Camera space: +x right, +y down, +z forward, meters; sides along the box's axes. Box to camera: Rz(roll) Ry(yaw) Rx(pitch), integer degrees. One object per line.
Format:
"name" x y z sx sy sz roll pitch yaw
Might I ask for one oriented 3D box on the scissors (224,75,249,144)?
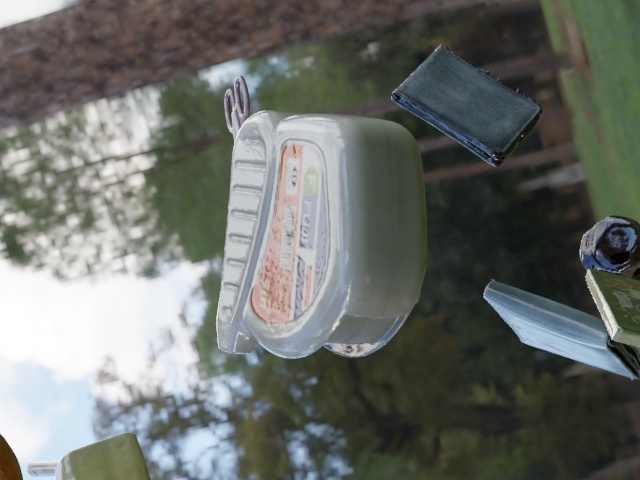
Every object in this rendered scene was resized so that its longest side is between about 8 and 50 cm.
"scissors" -0.092 -0.108 1.712 0.085 0.022 0.176 143 120 -64

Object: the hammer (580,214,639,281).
"hammer" 0.607 0.064 2.094 0.242 0.409 0.095 16 -89 -64

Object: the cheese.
"cheese" -0.249 0.409 1.774 0.242 0.124 0.265 111 142 -59

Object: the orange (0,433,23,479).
"orange" -0.473 0.313 1.731 0.224 0.170 0.224 23 -119 -49

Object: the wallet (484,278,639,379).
"wallet" 0.443 0.166 2.563 0.054 0.251 0.290 -65 -28 -9

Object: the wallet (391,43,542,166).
"wallet" 0.248 -0.225 2.360 0.167 0.222 0.036 -48 -15 -38

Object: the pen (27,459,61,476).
"pen" -0.370 0.327 2.035 0.025 0.204 0.025 7 -103 -35

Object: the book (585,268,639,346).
"book" 0.439 0.099 1.440 0.228 0.322 0.018 -79 2 -75

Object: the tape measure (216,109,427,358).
"tape measure" 0.000 0.000 1.442 0.265 0.130 0.258 10 95 54
